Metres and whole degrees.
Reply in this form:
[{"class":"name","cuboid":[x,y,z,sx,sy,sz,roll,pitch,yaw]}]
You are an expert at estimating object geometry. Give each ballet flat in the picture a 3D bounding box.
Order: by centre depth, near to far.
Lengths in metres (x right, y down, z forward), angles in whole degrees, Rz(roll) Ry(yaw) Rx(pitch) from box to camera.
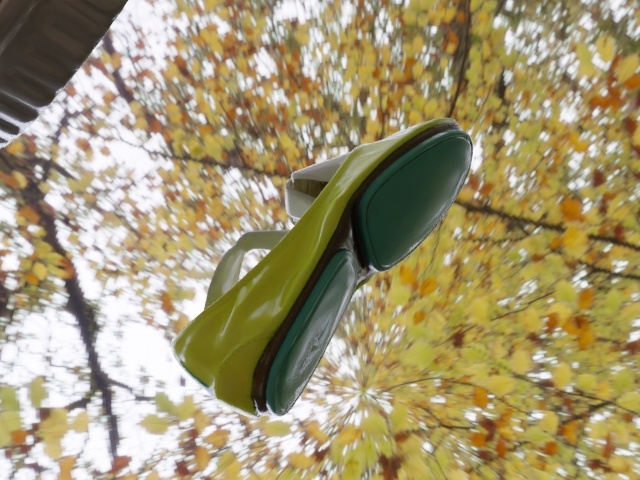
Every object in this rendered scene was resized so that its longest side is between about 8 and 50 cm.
[{"class":"ballet flat","cuboid":[0.000,0.000,0.715,0.077,0.077,0.231,19,-129,27]}]

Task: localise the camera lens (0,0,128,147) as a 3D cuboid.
[{"class":"camera lens","cuboid":[-0.209,-0.190,0.549,0.274,0.219,0.219,33,-95,-24]}]
